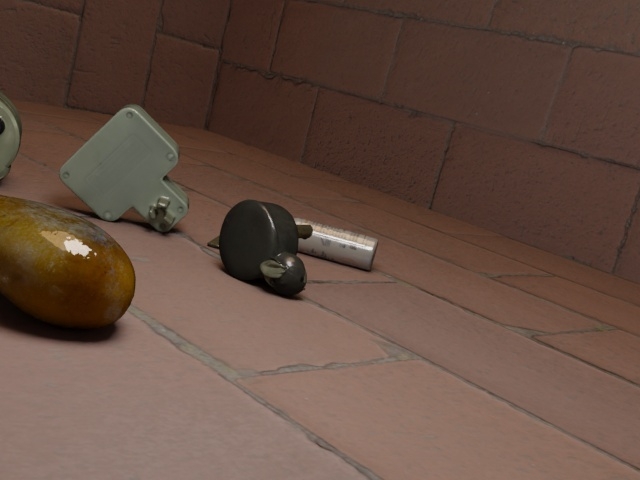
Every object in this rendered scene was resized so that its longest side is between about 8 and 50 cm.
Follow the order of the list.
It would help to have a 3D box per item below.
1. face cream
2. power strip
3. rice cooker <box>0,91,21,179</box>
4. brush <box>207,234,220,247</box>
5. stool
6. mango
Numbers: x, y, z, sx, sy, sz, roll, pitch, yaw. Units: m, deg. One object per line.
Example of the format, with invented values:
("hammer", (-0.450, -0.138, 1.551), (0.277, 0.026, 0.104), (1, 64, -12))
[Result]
("face cream", (0.000, 0.000, 1.983), (0.269, 0.082, 0.082), (15, 11, 8))
("power strip", (-0.404, -0.131, 1.816), (0.261, 0.229, 0.141), (47, 7, -16))
("rice cooker", (-0.795, -0.243, 1.897), (0.226, 0.226, 0.244), (9, 10, -23))
("brush", (-0.210, -0.006, 1.908), (0.034, 0.027, 0.190), (12, 18, 13))
("stool", (-0.100, 0.023, 1.636), (0.139, 0.153, 0.228), (6, 55, -49))
("mango", (-0.399, 0.019, 1.170), (0.316, 0.146, 0.193), (25, 5, 15))
